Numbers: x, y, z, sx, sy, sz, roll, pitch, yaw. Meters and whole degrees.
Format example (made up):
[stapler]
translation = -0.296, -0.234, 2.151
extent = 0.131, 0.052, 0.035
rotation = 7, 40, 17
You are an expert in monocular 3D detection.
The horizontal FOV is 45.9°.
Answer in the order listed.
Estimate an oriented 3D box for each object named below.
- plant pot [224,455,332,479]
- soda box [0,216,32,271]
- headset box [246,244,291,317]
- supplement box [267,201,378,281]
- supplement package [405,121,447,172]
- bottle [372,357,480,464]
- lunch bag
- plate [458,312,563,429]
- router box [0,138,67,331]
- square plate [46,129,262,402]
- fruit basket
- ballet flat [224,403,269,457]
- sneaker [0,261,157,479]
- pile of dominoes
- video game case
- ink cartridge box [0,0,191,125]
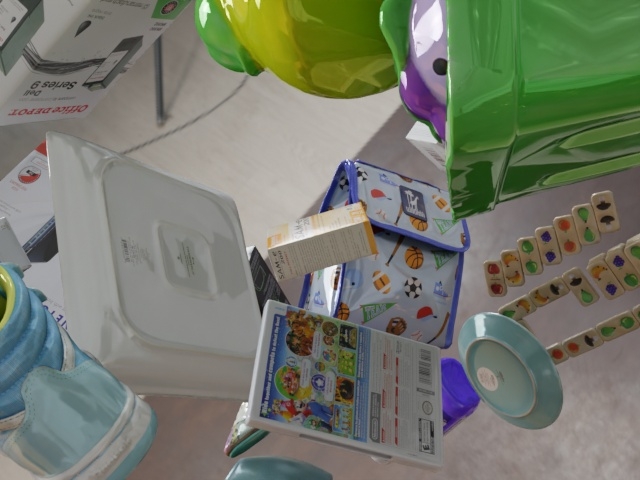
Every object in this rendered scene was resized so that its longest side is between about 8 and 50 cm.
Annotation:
[plant pot]
translation = -0.132, 0.594, 1.680
extent = 0.195, 0.290, 0.290
rotation = 34, 77, 0
[soda box]
translation = -0.459, 0.032, 1.025
extent = 0.069, 0.074, 0.216
rotation = -29, 6, -33
[headset box]
translation = -0.220, 0.178, 1.889
extent = 0.246, 0.283, 0.131
rotation = -12, 36, 22
[supplement box]
translation = 0.000, 0.000, 0.721
extent = 0.098, 0.036, 0.062
rotation = -16, 20, 1
[supplement package]
translation = 0.255, -0.214, 1.305
extent = 0.179, 0.105, 0.105
rotation = -55, 26, -4
[bottle]
translation = 0.186, 0.339, 1.448
extent = 0.118, 0.092, 0.283
rotation = 56, 134, 24
[lunch bag]
translation = 0.155, 0.033, 1.737
extent = 0.239, 0.328, 0.385
rotation = -9, 67, 63
[plate]
translation = 0.265, 0.194, 1.095
extent = 0.024, 0.188, 0.188
rotation = -26, 49, -32
[router box]
translation = -0.427, 0.002, 1.277
extent = 0.335, 0.082, 0.301
rotation = 25, 61, 21
[square plate]
translation = -0.192, 0.039, 1.004
extent = 0.049, 0.344, 0.347
rotation = -29, 62, 27
[fruit basket]
translation = 0.064, -0.204, 0.507
extent = 0.392, 0.283, 0.392
rotation = -1, 81, 9
[ballet flat]
translation = -0.095, 0.315, 1.372
extent = 0.221, 0.077, 0.079
rotation = -21, 63, -34
[sneaker]
translation = -0.282, 0.097, 0.659
extent = 0.319, 0.208, 0.127
rotation = -1, 42, 51
[pile of dominoes]
translation = 0.358, 0.069, 1.081
extent = 0.251, 0.040, 0.196
rotation = -36, 89, 34
[video game case]
translation = 0.019, 0.088, 0.468
extent = 0.122, 0.011, 0.087
rotation = 17, 47, -12
[ink cartridge box]
translation = -0.327, -0.290, 1.006
extent = 0.289, 0.211, 0.121
rotation = -39, 86, 24
